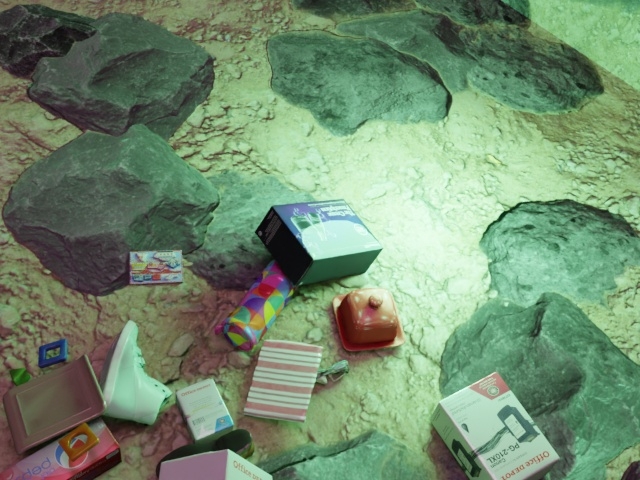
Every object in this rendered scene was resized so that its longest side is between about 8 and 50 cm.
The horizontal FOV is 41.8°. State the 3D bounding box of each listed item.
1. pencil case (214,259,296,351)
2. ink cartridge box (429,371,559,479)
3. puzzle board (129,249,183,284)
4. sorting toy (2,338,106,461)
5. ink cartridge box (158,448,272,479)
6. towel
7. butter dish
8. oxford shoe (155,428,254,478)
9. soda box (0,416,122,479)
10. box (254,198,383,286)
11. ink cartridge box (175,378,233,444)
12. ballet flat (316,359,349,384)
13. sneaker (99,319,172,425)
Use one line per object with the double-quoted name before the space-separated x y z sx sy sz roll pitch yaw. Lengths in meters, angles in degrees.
"pencil case" -0.144 0.151 1.982 0.104 0.104 0.236 30 54 12
"ink cartridge box" 0.384 0.440 1.860 0.171 0.100 0.237 -22 61 -23
"puzzle board" -0.402 0.064 2.052 0.128 0.011 0.096 -1 55 -12
"sorting toy" -0.548 0.344 1.737 0.196 0.047 0.348 -27 41 -13
"ink cartridge box" -0.207 0.546 1.600 0.168 0.171 0.233 -16 50 23
"towel" -0.081 0.317 1.895 0.144 0.029 0.197 5 54 14
"butter dish" 0.122 0.169 2.001 0.159 0.118 0.160 -5 56 -13
"oxford shoe" -0.237 0.465 1.756 0.212 0.076 0.076 -16 49 -2
"soda box" -0.538 0.467 1.688 0.263 0.083 0.092 -29 64 -28
"box" 0.000 0.000 2.056 0.261 0.103 0.184 -9 55 -47
"ink cartridge box" -0.254 0.375 1.825 0.088 0.052 0.122 -18 60 -22
"ballet flat" 0.016 0.309 1.931 0.114 0.041 0.041 -15 58 -19
"sneaker" -0.400 0.297 1.846 0.151 0.094 0.256 24 37 -19
